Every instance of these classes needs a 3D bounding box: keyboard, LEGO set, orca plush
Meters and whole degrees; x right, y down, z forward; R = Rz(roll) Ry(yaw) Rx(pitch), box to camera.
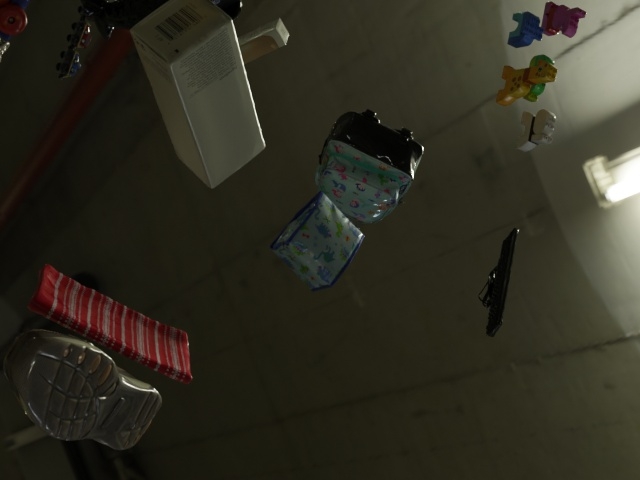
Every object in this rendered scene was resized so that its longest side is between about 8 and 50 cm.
[{"bbox_3d":[0.296,0.075,1.809,0.038,0.192,0.100,16,-30,2],"label":"keyboard"},{"bbox_3d":[0.317,-0.249,1.513,0.093,0.087,0.227,2,-102,56],"label":"LEGO set"},{"bbox_3d":[-0.205,-0.369,1.493,0.102,0.287,0.151,-70,153,-79],"label":"orca plush"}]

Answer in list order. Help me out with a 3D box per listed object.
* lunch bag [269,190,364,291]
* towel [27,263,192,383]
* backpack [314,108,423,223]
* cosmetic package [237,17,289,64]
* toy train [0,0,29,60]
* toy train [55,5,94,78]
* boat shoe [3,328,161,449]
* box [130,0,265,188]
[{"bbox_3d":[0.000,0.000,2.009,0.129,0.151,0.096,46,-27,-16],"label":"lunch bag"},{"bbox_3d":[-0.328,0.130,1.679,0.031,0.274,0.199,-60,-166,8],"label":"towel"},{"bbox_3d":[0.098,-0.154,2.445,0.225,0.191,0.253,25,-21,-3],"label":"backpack"},{"bbox_3d":[-0.125,-0.397,2.129,0.115,0.060,0.041,-21,-62,21],"label":"cosmetic package"},{"bbox_3d":[-0.480,-0.335,1.471,0.248,0.143,0.105,-59,-155,8],"label":"toy train"},{"bbox_3d":[-0.404,-0.342,1.782,0.027,0.036,0.158,8,-104,51],"label":"toy train"},{"bbox_3d":[-0.351,0.201,1.477,0.130,0.132,0.355,30,-14,24],"label":"boat shoe"},{"bbox_3d":[-0.163,-0.204,1.464,0.094,0.113,0.275,41,-20,27],"label":"box"}]
